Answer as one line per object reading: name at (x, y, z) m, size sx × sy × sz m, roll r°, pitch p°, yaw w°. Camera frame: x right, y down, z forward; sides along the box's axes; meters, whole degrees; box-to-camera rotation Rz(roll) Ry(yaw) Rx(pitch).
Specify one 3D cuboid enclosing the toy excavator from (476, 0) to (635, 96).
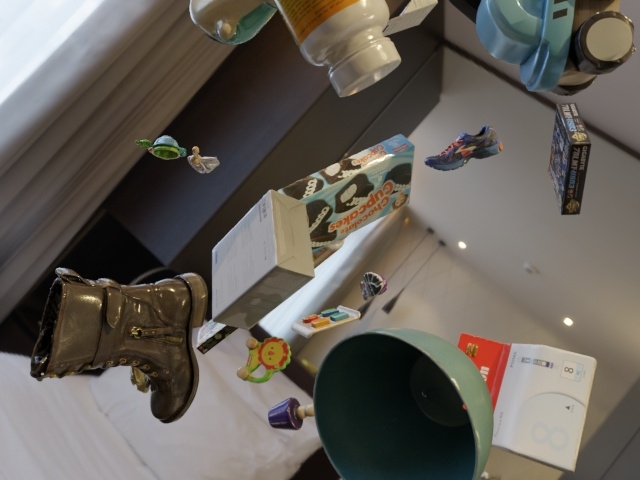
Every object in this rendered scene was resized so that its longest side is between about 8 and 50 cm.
toy excavator at (0.373, -0.525, 1.105) m, size 0.446 × 0.432 × 0.222 m, roll 5°, pitch 2°, yaw 4°

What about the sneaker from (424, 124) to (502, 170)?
sneaker at (0.393, -0.259, 1.541) m, size 0.083 × 0.221 × 0.087 m, roll -118°, pitch -172°, yaw -71°

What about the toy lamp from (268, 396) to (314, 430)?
toy lamp at (0.007, 0.387, 1.283) m, size 0.080 × 0.275 × 0.080 m, roll -19°, pitch 90°, yaw -73°

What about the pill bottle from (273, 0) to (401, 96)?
pill bottle at (0.012, -0.335, 0.775) m, size 0.245 × 0.136 × 0.136 m, roll 62°, pitch -6°, yaw -2°

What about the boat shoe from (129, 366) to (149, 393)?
boat shoe at (-0.336, 0.227, 1.015) m, size 0.056 × 0.048 × 0.153 m, roll -101°, pitch -161°, yaw -45°

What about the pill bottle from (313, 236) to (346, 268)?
pill bottle at (0.000, 0.000, 1.697) m, size 0.118 × 0.208 × 0.117 m, roll 25°, pitch 45°, yaw -27°

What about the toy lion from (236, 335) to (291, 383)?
toy lion at (-0.110, 0.242, 1.119) m, size 0.096 × 0.100 × 0.034 m, roll 10°, pitch -24°, yaw 15°

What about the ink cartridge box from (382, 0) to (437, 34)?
ink cartridge box at (0.320, -0.880, 2.165) m, size 0.189 × 0.233 × 0.066 m, roll 162°, pitch -91°, yaw -77°

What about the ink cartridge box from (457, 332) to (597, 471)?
ink cartridge box at (0.543, 0.436, 1.561) m, size 0.385 × 0.308 × 0.091 m, roll 12°, pitch -22°, yaw 27°

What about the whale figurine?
whale figurine at (-0.134, -0.478, 1.096) m, size 0.272 × 0.216 × 0.141 m, roll 9°, pitch -14°, yaw 39°

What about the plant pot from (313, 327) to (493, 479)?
plant pot at (0.161, 0.269, 0.899) m, size 0.290 × 0.290 × 0.195 m, roll 38°, pitch 29°, yaw 30°

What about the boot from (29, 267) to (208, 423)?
boot at (-0.280, 0.155, 0.759) m, size 0.091 × 0.262 × 0.229 m, roll 20°, pitch 15°, yaw 39°

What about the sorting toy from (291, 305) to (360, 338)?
sorting toy at (0.014, 0.280, 1.960) m, size 0.193 × 0.208 × 0.038 m, roll 3°, pitch -70°, yaw 68°

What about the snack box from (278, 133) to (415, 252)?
snack box at (0.065, -0.097, 1.247) m, size 0.060 × 0.322 × 0.187 m, roll 50°, pitch -21°, yaw 34°

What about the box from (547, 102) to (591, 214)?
box at (0.877, -0.291, 1.953) m, size 0.074 × 0.295 × 0.293 m, roll -2°, pitch -51°, yaw 13°

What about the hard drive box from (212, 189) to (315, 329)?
hard drive box at (-0.122, 0.043, 1.094) m, size 0.089 × 0.232 × 0.181 m, roll 20°, pitch 47°, yaw -34°

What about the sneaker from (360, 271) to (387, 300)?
sneaker at (0.156, 0.120, 1.530) m, size 0.170 × 0.071 × 0.068 m, roll 115°, pitch -42°, yaw -76°

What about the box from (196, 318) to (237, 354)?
box at (-0.305, 0.266, 1.764) m, size 0.036 × 0.207 × 0.114 m, roll 49°, pitch 8°, yaw -22°

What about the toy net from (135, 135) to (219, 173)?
toy net at (-0.360, -0.211, 1.430) m, size 0.122 × 0.045 × 0.232 m, roll -8°, pitch -16°, yaw 29°

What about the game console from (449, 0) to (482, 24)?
game console at (0.348, -0.639, 1.358) m, size 0.213 × 0.044 × 0.361 m, roll 54°, pitch 16°, yaw 27°
